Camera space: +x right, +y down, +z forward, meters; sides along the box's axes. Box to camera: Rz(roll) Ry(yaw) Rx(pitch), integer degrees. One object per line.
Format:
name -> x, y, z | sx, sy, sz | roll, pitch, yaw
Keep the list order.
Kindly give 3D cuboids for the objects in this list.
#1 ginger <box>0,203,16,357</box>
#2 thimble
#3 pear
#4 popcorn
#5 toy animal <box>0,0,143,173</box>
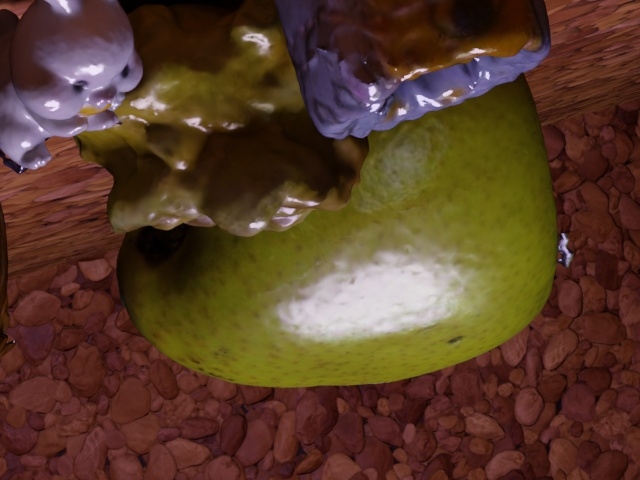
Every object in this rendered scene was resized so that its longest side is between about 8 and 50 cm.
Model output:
ginger -> -0.268, -0.005, 0.565 | 0.254, 0.176, 0.418 | -9, 175, -7
thimble -> 0.041, -0.123, 0.595 | 0.127, 0.118, 0.151 | -18, 178, -5
pear -> 0.000, 0.000, 0.930 | 0.318, 0.238, 0.342 | -16, 159, -10
popcorn -> -0.056, -0.075, 0.716 | 0.197, 0.156, 0.197 | -16, -170, 3
toy animal -> -0.120, -0.089, 0.570 | 0.071, 0.085, 0.124 | -16, 174, -33
